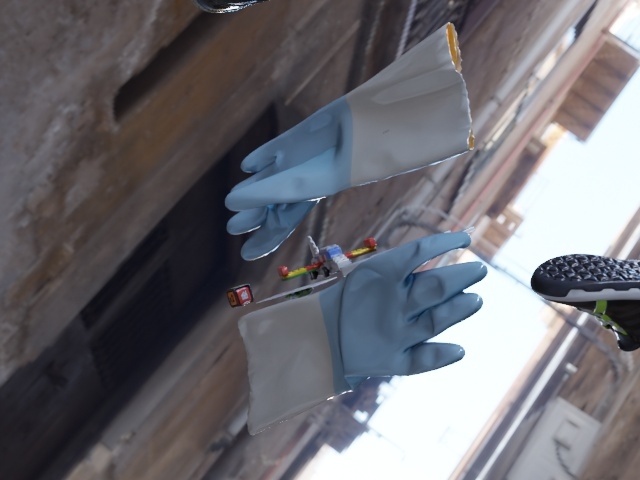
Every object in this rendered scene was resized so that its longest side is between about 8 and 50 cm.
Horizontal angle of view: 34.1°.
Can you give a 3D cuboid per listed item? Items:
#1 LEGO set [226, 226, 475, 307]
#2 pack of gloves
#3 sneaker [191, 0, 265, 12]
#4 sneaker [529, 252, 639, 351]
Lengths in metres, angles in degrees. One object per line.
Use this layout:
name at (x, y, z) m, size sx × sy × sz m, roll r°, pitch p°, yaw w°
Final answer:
LEGO set at (0.020, 0.015, 1.104) m, size 0.244 × 0.182 × 0.060 m, roll -18°, pitch -90°, yaw 30°
pack of gloves at (0.000, 0.000, 0.638) m, size 0.046 × 0.195 × 0.232 m, roll 11°, pitch -25°, yaw -37°
sneaker at (-0.024, -0.294, 1.041) m, size 0.118 × 0.222 × 0.083 m, roll 19°, pitch -44°, yaw 60°
sneaker at (0.321, 0.074, 1.081) m, size 0.235 × 0.097 × 0.084 m, roll 4°, pitch 18°, yaw -21°
